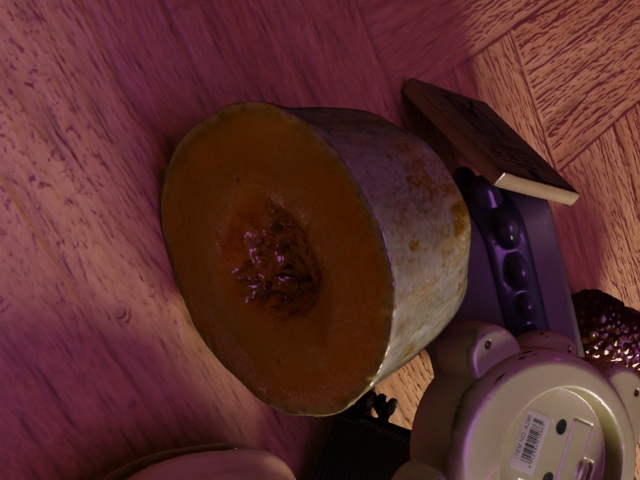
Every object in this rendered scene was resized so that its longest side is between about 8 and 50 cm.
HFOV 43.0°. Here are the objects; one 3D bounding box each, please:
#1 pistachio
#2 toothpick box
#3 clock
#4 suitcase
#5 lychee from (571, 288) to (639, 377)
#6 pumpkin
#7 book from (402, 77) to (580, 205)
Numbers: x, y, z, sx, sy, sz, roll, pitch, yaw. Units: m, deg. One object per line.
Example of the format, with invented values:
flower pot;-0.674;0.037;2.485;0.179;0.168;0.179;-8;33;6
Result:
pistachio;-0.129;0.329;0.887;0.318;0.193;0.214;15;77;-28
toothpick box;0.228;0.053;1.087;0.229;0.229;0.316;-27;110;-30
clock;0.232;0.242;0.931;0.309;0.114;0.284;26;81;-30
suitcase;0.076;0.362;1.029;0.128;0.202;0.312;31;78;-55
lychee;0.448;0.177;1.303;0.188;0.188;0.188;-5;99;-35
pumpkin;0.000;0.000;0.878;0.199;0.332;0.332;-24;109;-46
book;0.222;-0.133;1.072;0.161;0.231;0.026;9;124;-37
